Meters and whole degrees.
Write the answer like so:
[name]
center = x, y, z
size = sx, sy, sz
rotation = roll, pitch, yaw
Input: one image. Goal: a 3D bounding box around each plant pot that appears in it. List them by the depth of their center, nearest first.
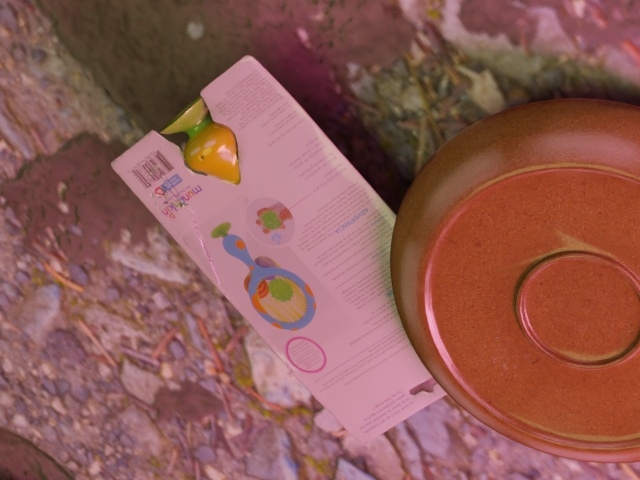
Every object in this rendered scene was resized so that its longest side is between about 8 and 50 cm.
[plant pot]
center = 0.149, 0.034, 1.093
size = 0.236, 0.032, 0.236
rotation = 9, 122, 14

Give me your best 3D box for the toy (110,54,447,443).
[toy]
center = 0.000, 0.000, 1.181
size = 0.237, 0.056, 0.137
rotation = 46, 128, -12
